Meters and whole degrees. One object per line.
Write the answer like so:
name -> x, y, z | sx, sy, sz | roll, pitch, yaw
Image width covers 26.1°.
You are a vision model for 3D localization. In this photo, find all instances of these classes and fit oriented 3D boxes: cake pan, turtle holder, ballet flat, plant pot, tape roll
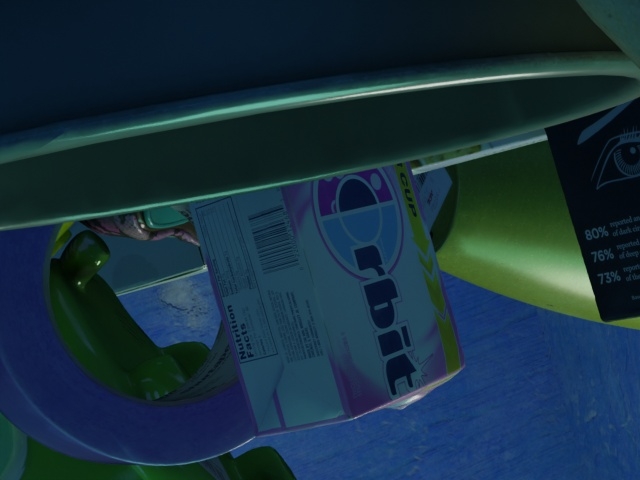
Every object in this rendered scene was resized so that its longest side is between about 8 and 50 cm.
cake pan -> -0.036, -0.049, 0.460 | 0.293, 0.054, 0.293 | -10, 179, 0
turtle holder -> -0.194, 0.131, 0.990 | 0.227, 0.320, 0.243 | -39, 160, 0
ballet flat -> -0.117, -0.032, 1.055 | 0.079, 0.076, 0.221 | 4, -178, 22
plant pot -> 0.232, -0.043, 1.400 | 0.294, 0.274, 0.275 | 2, 172, -24
tape roll -> -0.096, 0.027, 0.747 | 0.189, 0.188, 0.080 | -16, 180, -28

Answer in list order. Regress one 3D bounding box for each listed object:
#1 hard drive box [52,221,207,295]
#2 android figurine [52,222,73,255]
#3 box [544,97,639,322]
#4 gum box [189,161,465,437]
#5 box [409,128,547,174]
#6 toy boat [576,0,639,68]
hard drive box -> -0.128, -0.010, 1.391 | 0.181, 0.089, 0.232 | -16, 180, 32
android figurine -> -0.262, 0.050, 0.891 | 0.248, 0.056, 0.273 | -33, -170, 22
box -> 0.255, -0.060, 0.961 | 0.108, 0.207, 0.153 | -16, -179, -37
gum box -> 0.000, 0.000, 0.680 | 0.062, 0.188, 0.107 | -16, 179, 38
box -> 0.064, -0.080, 1.012 | 0.324, 0.067, 0.063 | -15, 179, -27
toy boat -> 0.172, -0.093, 0.337 | 0.231, 0.151, 0.151 | -14, 149, -50
